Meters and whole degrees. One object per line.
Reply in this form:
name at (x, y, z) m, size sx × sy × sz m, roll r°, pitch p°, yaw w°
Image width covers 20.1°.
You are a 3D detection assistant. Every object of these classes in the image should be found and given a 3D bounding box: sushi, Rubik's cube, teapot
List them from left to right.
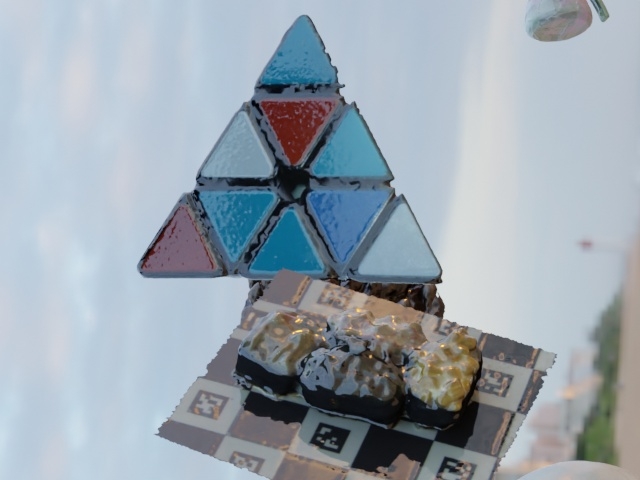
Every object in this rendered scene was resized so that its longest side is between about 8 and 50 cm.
Rubik's cube at (0.000, 0.000, 1.581) m, size 0.250 × 0.234 × 0.284 m, roll -33°, pitch -45°, yaw -29°
sushi at (0.027, 0.085, 1.187) m, size 0.192 × 0.215 × 0.050 m, roll -54°, pitch -27°, yaw -44°
teapot at (0.228, -0.225, 1.694) m, size 0.064 × 0.083 × 0.064 m, roll 134°, pitch 131°, yaw -66°

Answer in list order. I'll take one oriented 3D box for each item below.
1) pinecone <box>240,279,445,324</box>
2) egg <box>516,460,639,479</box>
pinecone at (0.027, 0.085, 1.875) m, size 0.221 × 0.221 × 0.221 m, roll 3°, pitch -90°, yaw -81°
egg at (0.215, 0.259, 1.505) m, size 0.209 × 0.151 × 0.151 m, roll 10°, pitch -98°, yaw -50°
